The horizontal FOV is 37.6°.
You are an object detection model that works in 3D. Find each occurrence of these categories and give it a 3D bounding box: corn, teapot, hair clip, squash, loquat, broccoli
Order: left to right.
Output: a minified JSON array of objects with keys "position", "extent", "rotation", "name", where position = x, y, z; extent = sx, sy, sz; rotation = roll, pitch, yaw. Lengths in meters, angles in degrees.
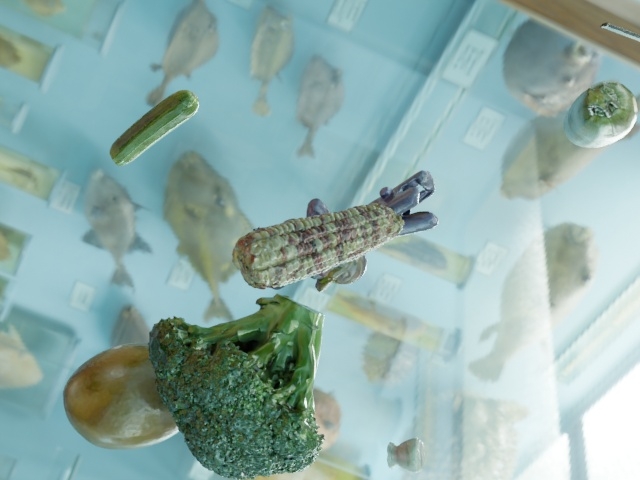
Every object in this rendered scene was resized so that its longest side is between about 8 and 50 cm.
[{"position":[-0.308,0.259,1.563],"extent":[0.179,0.227,0.179],"rotation":[173,-90,-88],"name":"loquat"},{"position":[-0.346,-0.235,1.954],"extent":[0.229,0.066,0.066],"rotation":[-36,-160,14],"name":"squash"},{"position":[-0.107,0.202,1.371],"extent":[0.275,0.307,0.308],"rotation":[-63,-170,-7],"name":"broccoli"},{"position":[0.000,0.000,1.178],"extent":[0.079,0.237,0.080],"rotation":[34,-47,45],"name":"corn"},{"position":[0.039,-0.015,1.305],"extent":[0.278,0.137,0.090],"rotation":[-29,-152,3],"name":"hair clip"},{"position":[0.163,0.407,1.779],"extent":[0.083,0.064,0.064],"rotation":[34,54,-62],"name":"teapot"},{"position":[0.307,-0.136,1.026],"extent":[0.252,0.066,0.066],"rotation":[-13,127,-81],"name":"squash"}]

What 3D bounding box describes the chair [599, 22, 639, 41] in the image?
[{"position":[0.557,-0.350,1.348],"extent":[0.172,0.246,0.159],"rotation":[-3,-109,58],"name":"chair"}]
